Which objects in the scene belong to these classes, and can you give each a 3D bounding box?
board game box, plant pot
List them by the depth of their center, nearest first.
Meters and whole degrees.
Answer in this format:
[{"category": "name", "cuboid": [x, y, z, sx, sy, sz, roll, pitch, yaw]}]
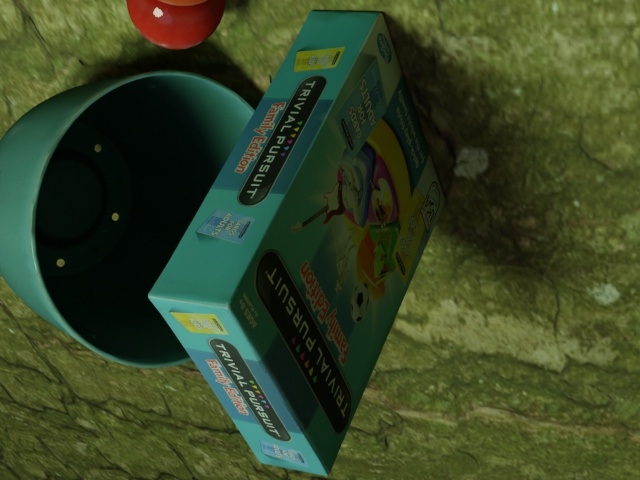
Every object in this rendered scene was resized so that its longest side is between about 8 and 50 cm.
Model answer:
[{"category": "board game box", "cuboid": [0.000, 0.000, 1.063, 0.079, 0.336, 0.253, 6, 143, 28]}, {"category": "plant pot", "cuboid": [-0.217, -0.032, 1.235, 0.235, 0.293, 0.293, 11, 148, 51]}]

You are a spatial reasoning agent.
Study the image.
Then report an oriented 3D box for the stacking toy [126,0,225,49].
[{"category": "stacking toy", "cuboid": [-0.109, -0.266, 0.961, 0.141, 0.141, 0.330, 25, 152, 2]}]
